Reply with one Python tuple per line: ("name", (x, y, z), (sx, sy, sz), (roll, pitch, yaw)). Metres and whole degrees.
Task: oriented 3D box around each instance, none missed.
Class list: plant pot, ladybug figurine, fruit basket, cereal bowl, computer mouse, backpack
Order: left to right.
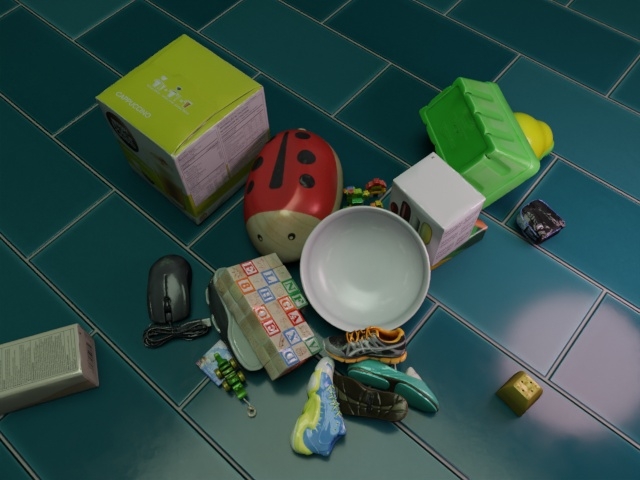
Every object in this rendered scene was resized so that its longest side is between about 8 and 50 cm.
("computer mouse", (-0.410, 0.146, 1.552), (0.188, 0.072, 0.272), (-12, 61, -4))
("ladybug figurine", (-0.092, -0.156, 1.633), (0.305, 0.162, 0.449), (-7, 59, 19))
("cereal bowl", (0.122, 0.074, 1.504), (0.339, 0.141, 0.339), (1, 94, 9))
("fruit basket", (0.526, -0.294, 1.720), (0.392, 0.283, 0.392), (30, 40, -29))
("plant pot", (0.500, 0.372, 1.394), (0.081, 0.083, 0.081), (-37, 65, -18))
("backpack", (0.628, -0.051, 1.633), (0.105, 0.084, 0.114), (-29, 68, -15))

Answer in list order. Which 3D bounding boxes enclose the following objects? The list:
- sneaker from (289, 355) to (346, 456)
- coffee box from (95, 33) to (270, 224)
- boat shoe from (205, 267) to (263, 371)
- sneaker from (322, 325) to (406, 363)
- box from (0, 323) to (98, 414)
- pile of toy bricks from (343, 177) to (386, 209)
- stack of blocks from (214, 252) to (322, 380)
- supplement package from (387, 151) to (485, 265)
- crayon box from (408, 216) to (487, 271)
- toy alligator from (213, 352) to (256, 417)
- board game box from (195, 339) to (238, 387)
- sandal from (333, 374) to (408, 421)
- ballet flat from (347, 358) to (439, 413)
("sneaker", (0.019, 0.412, 1.377), (0.126, 0.091, 0.240), (16, 73, 14))
("coffee box", (-0.384, -0.329, 1.673), (0.337, 0.334, 0.338), (37, 67, 20))
("boat shoe", (-0.227, 0.220, 1.499), (0.114, 0.091, 0.302), (6, 51, -37))
("sneaker", (0.113, 0.252, 1.408), (0.215, 0.083, 0.084), (2, 30, -7))
("box", (-0.742, 0.334, 1.423), (0.311, 0.121, 0.148), (-14, 61, -7))
("pile of toy bricks", (0.098, -0.123, 1.675), (0.212, 0.105, 0.118), (-8, 60, -3))
("stack of blocks", (-0.122, 0.191, 1.465), (0.171, 0.087, 0.297), (-17, 67, -45))
("supplement package", (0.298, -0.080, 1.496), (0.149, 0.203, 0.194), (-35, 65, -17))
("crayon box", (0.291, -0.017, 1.624), (0.318, 0.081, 0.202), (-31, 64, -15))
("toy alligator", (-0.216, 0.360, 1.419), (0.056, 0.051, 0.189), (-31, 73, -17))
("board game box", (-0.265, 0.323, 1.477), (0.090, 0.020, 0.090), (38, 67, 20))
("sandal", (0.117, 0.395, 1.396), (0.219, 0.060, 0.090), (5, 75, 26))
("ballet flat", (0.192, 0.347, 1.420), (0.247, 0.083, 0.087), (21, 49, 11))
